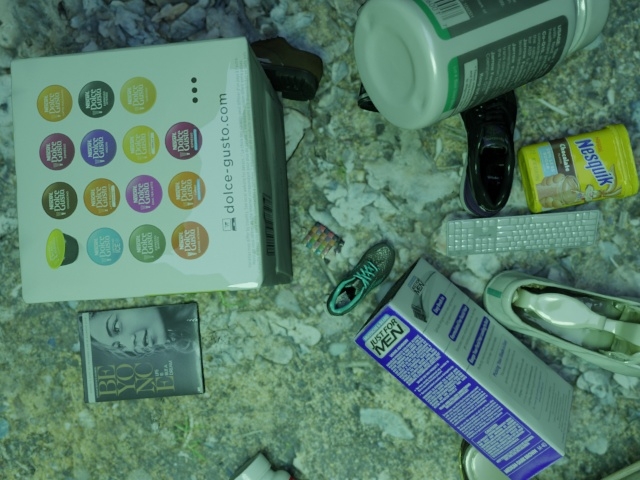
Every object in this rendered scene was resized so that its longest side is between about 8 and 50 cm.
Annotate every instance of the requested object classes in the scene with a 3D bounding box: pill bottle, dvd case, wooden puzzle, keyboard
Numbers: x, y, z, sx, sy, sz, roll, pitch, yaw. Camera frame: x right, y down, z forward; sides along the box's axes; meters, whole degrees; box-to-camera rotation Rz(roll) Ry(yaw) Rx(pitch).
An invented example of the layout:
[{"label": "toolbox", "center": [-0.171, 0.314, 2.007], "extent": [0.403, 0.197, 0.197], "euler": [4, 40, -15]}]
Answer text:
[{"label": "pill bottle", "center": [0.250, -0.320, 0.990], "extent": [0.361, 0.204, 0.204], "euler": [-25, 86, -21]}, {"label": "dvd case", "center": [-0.325, 0.204, 1.174], "extent": [0.221, 0.018, 0.164], "euler": [-5, 88, 4]}, {"label": "pill bottle", "center": [-0.073, 0.457, 1.104], "extent": [0.108, 0.108, 0.180], "euler": [-41, 86, 2]}, {"label": "wooden puzzle", "center": [0.000, 0.000, 1.164], "extent": [0.083, 0.006, 0.049], "euler": [38, 91, 4]}, {"label": "keyboard", "center": [0.346, -0.012, 1.119], "extent": [0.256, 0.014, 0.072], "euler": [-4, 126, 4]}]

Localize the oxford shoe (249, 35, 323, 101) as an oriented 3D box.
[{"label": "oxford shoe", "center": [-0.103, -0.320, 1.156], "extent": [0.227, 0.083, 0.096], "euler": [17, 67, 6]}]

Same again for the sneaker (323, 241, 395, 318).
[{"label": "sneaker", "center": [0.070, 0.072, 1.122], "extent": [0.065, 0.076, 0.166], "euler": [40, 91, 3]}]

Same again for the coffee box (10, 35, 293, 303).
[{"label": "coffee box", "center": [-0.236, -0.084, 1.017], "extent": [0.334, 0.338, 0.337], "euler": [-4, 88, 4]}]

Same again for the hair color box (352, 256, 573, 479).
[{"label": "hair color box", "center": [0.235, 0.200, 1.044], "extent": [0.339, 0.185, 0.110], "euler": [42, 122, 4]}]

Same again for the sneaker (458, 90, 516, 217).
[{"label": "sneaker", "center": [0.292, -0.183, 1.091], "extent": [0.107, 0.124, 0.283], "euler": [-2, 88, 3]}]

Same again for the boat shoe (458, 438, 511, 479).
[{"label": "boat shoe", "center": [0.317, 0.477, 1.083], "extent": [0.117, 0.097, 0.324], "euler": [-21, 88, -2]}]

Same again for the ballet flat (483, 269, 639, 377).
[{"label": "ballet flat", "center": [0.469, 0.144, 1.067], "extent": [0.400, 0.139, 0.139], "euler": [16, 89, 4]}]

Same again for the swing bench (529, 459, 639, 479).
[{"label": "swing bench", "center": [0.509, 0.450, 1.037], "extent": [0.253, 0.165, 0.254], "euler": [-27, 87, 2]}]

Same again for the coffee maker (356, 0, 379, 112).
[{"label": "coffee maker", "center": [0.148, -0.311, 1.108], "extent": [0.171, 0.120, 0.178], "euler": [0, 89, 3]}]

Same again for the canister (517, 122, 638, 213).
[{"label": "canister", "center": [0.435, -0.119, 1.106], "extent": [0.170, 0.073, 0.126], "euler": [-12, 87, 5]}]
